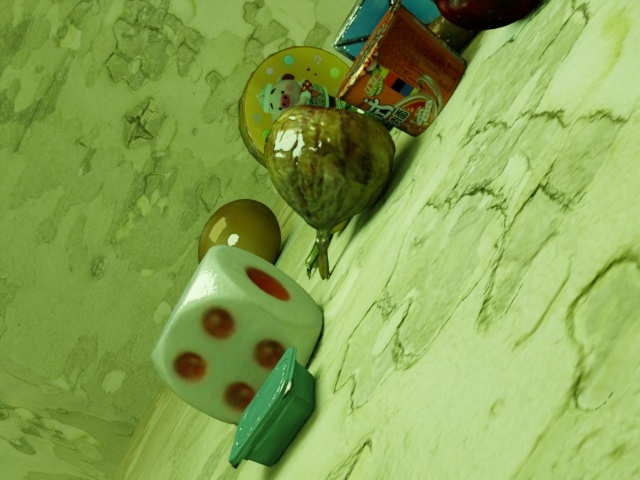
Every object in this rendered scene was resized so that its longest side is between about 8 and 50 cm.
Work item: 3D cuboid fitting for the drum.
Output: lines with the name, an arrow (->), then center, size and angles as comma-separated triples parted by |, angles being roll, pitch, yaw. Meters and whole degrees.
drum -> -0.066, -0.420, 2.210 | 0.431, 0.431, 0.214 | -59, 10, -5

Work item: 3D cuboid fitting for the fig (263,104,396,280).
fig -> 0.021, -0.098, 1.407 | 0.286, 0.286, 0.369 | -177, 88, -79

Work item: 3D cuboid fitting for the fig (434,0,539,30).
fig -> 0.318, -0.446, 1.122 | 0.204, 0.186, 0.249 | -46, 42, -3

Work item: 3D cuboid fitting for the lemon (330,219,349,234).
lemon -> 0.034, -0.068, 1.581 | 0.111, 0.082, 0.082 | -60, 9, 2

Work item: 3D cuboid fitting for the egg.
egg -> -0.291, 0.021, 2.356 | 0.351, 0.282, 0.282 | -62, 10, -1

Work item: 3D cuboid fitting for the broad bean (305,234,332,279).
broad bean -> 0.002, -0.002, 1.671 | 0.069, 0.039, 0.227 | -56, 8, 49

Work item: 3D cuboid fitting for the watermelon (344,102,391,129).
watermelon -> 0.129, -0.339, 1.776 | 0.141, 0.140, 0.187 | -60, 6, -7

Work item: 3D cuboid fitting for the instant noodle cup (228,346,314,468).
instant noodle cup -> -0.070, 0.277, 1.073 | 0.179, 0.070, 0.157 | -57, 8, 14

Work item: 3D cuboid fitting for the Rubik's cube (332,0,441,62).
Rubik's cube -> 0.205, -0.577, 1.777 | 0.259, 0.260, 0.255 | -51, 10, 26

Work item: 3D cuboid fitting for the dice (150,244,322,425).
dice -> -0.165, 0.181, 1.291 | 0.251, 0.259, 0.243 | -56, 8, 16

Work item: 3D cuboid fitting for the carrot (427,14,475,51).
carrot -> 0.317, -0.497, 1.443 | 0.263, 0.101, 0.102 | -44, 17, 52

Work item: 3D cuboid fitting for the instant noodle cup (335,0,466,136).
instant noodle cup -> 0.176, -0.355, 1.411 | 0.250, 0.192, 0.250 | -57, 9, 14
